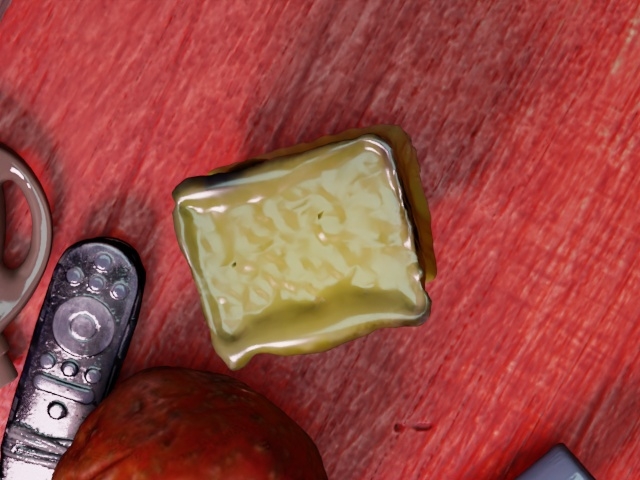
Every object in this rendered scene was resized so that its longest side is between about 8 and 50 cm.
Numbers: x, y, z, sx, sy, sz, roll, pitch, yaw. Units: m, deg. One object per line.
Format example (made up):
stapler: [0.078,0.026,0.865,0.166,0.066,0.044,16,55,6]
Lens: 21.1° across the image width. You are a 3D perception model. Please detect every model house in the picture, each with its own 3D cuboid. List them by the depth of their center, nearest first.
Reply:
model house: [0.000,0.000,1.503,0.193,0.234,0.175,-16,91,9]

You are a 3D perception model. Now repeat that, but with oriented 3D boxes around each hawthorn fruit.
hawthorn fruit: [-0.112,0.237,1.512,0.258,0.262,0.258,2,111,5]

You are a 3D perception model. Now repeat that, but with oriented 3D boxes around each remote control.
remote control: [-0.230,0.120,1.593,0.090,0.066,0.266,20,100,2]

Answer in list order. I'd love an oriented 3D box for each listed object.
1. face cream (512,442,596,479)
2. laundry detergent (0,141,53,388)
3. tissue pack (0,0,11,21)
face cream: [0.099,0.335,1.590,0.385,0.086,0.135,-42,95,6]
laundry detergent: [-0.316,0.013,1.562,0.171,0.076,0.237,-29,98,1]
tissue pack: [-0.367,-0.223,1.453,0.185,0.225,0.124,26,95,-6]
